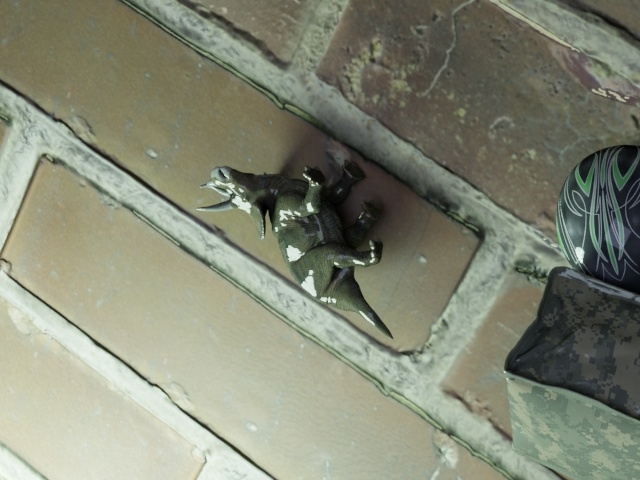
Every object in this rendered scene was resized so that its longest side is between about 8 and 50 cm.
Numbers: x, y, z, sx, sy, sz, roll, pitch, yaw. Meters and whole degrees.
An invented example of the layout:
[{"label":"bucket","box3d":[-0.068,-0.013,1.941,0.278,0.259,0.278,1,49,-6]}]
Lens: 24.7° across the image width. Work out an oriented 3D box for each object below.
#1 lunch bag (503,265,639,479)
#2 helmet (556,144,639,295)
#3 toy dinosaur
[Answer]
[{"label":"lunch bag","box3d":[0.362,0.181,1.615,0.287,0.235,0.169,21,66,21]},{"label":"helmet","box3d":[0.342,-0.022,1.642,0.169,0.161,0.169,5,101,26]},{"label":"toy dinosaur","box3d":[0.000,0.000,1.867,0.313,0.121,0.160,51,128,6]}]
